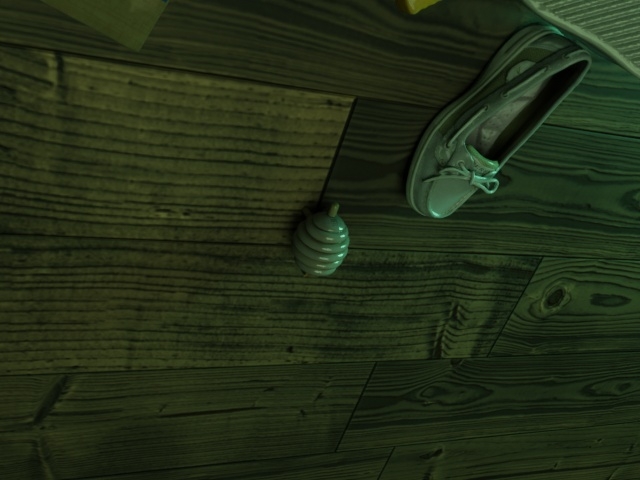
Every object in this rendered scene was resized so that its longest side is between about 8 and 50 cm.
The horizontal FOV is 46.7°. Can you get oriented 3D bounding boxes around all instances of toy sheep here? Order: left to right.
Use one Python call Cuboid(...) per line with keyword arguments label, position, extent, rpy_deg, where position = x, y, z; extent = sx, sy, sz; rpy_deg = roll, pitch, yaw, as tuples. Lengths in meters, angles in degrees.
Cuboid(label="toy sheep", position=(0.000, 0.000, 1.064), extent=(0.091, 0.091, 0.132), rpy_deg=(-2, 127, -24))

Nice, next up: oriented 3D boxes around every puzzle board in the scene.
Cuboid(label="puzzle board", position=(-0.227, -0.272, 0.791), extent=(0.128, 0.011, 0.096), rpy_deg=(23, 113, -38))

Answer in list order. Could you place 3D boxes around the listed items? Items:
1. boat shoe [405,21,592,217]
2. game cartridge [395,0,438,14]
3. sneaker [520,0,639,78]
Cuboid(label="boat shoe", position=(0.242, -0.153, 1.045), extent=(0.118, 0.103, 0.320), rpy_deg=(26, 112, -38))
Cuboid(label="game cartridge", position=(0.168, -0.423, 0.747), extent=(0.323, 0.053, 0.285), rpy_deg=(-26, 119, -4))
Cuboid(label="sneaker", position=(0.327, -0.326, 0.943), extent=(0.366, 0.150, 0.135), rpy_deg=(37, 107, -17))
